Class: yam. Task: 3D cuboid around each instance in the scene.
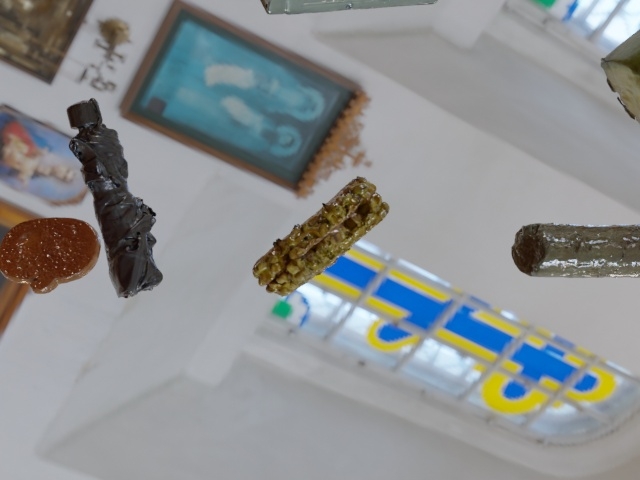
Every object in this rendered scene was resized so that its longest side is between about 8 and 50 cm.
[{"bbox_3d":[0.434,0.016,1.753,0.093,0.259,0.093,-179,-90,-77],"label":"yam"}]

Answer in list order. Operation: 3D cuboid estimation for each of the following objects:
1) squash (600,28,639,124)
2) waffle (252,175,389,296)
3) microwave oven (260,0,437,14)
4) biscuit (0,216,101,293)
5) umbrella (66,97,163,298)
[{"bbox_3d":[0.458,-0.195,1.153,0.289,0.203,0.111,-30,171,-9],"label":"squash"},{"bbox_3d":[0.000,0.000,1.414,0.193,0.070,0.197,-39,179,7],"label":"waffle"},{"bbox_3d":[0.002,-0.280,0.857,0.122,0.162,0.208,105,-31,-46],"label":"microwave oven"},{"bbox_3d":[-0.244,0.014,1.007,0.015,0.091,0.078,83,9,-59],"label":"biscuit"},{"bbox_3d":[-0.226,-0.048,1.243,0.080,0.071,0.224,-10,-81,71],"label":"umbrella"}]
